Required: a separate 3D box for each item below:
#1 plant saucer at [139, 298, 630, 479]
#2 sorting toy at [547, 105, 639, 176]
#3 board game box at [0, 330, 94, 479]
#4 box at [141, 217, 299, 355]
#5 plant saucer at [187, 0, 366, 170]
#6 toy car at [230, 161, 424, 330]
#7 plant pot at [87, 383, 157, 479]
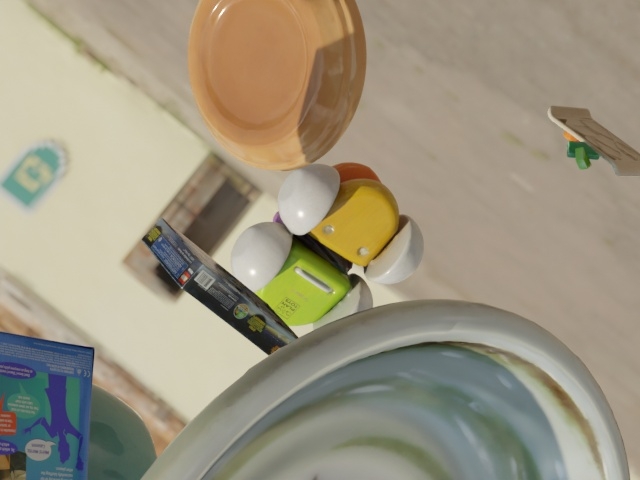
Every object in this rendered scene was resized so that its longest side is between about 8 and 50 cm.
[{"bbox_3d":[0.003,0.213,0.873,0.100,0.400,0.400,23,166,48],"label":"plant saucer"},{"bbox_3d":[0.162,-0.058,0.974,0.062,0.012,0.083,45,-154,25],"label":"sorting toy"},{"bbox_3d":[-0.239,0.172,1.175,0.047,0.210,0.160,-7,165,34],"label":"board game box"},{"bbox_3d":[-0.075,0.045,1.291,0.137,0.027,0.094,41,-178,-35],"label":"box"},{"bbox_3d":[-0.048,-0.160,1.414,0.200,0.200,0.037,36,-154,31],"label":"plant saucer"},{"bbox_3d":[0.000,0.000,1.630,0.159,0.182,0.136,33,-165,-26],"label":"toy car"},{"bbox_3d":[-0.301,0.259,1.619,0.235,0.293,0.293,4,-164,-31],"label":"plant pot"}]
